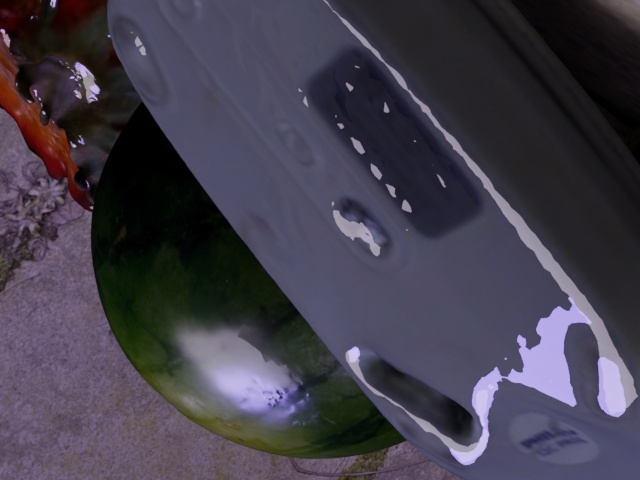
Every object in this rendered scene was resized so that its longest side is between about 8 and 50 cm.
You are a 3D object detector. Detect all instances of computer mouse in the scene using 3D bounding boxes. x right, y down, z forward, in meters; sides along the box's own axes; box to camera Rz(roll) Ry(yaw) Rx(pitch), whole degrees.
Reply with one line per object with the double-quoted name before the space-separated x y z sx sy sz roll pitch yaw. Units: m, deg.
"computer mouse" 0.045 -0.026 0.652 0.331 0.095 0.197 53 140 -7

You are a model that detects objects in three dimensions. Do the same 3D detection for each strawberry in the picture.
"strawberry" -0.186 -0.164 1.086 0.253 0.150 0.280 60 166 -28

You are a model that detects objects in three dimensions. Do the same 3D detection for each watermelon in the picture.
"watermelon" -0.004 0.001 0.851 0.242 0.242 0.242 34 176 2

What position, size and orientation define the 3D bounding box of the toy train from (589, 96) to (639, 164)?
"toy train" 0.161 -0.008 0.724 0.250 0.053 0.085 36 167 -15
